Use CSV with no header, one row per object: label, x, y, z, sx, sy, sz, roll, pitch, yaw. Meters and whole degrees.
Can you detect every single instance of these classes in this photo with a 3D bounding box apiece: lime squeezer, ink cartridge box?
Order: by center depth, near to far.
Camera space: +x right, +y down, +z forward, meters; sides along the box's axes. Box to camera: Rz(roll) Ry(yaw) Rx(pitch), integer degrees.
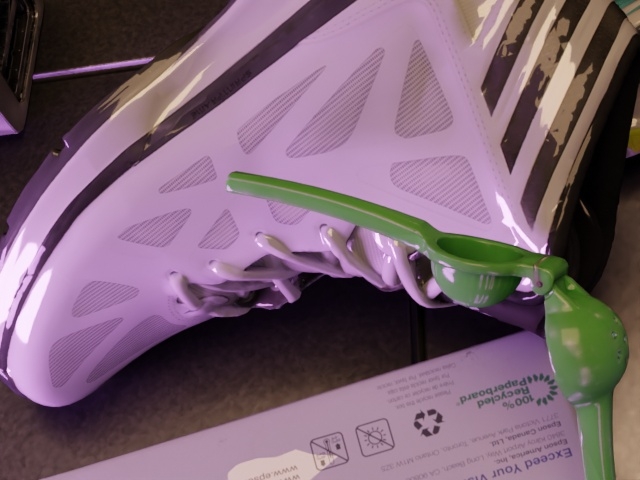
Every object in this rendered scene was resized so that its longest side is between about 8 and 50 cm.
lime squeezer,0.088,0.044,0.770,0.310,0.110,0.059,47,42,7
ink cartridge box,0.022,0.240,0.815,0.324,0.071,0.330,-17,58,2

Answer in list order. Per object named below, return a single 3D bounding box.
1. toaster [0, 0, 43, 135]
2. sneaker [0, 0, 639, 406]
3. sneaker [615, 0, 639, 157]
toaster,-0.286,-0.168,1.077,0.110,0.168,0.185,-4,59,12
sneaker,0.000,0.000,0.867,0.447,0.169,0.257,-46,72,17
sneaker,0.153,-0.090,0.973,0.275,0.107,0.110,-21,24,9
